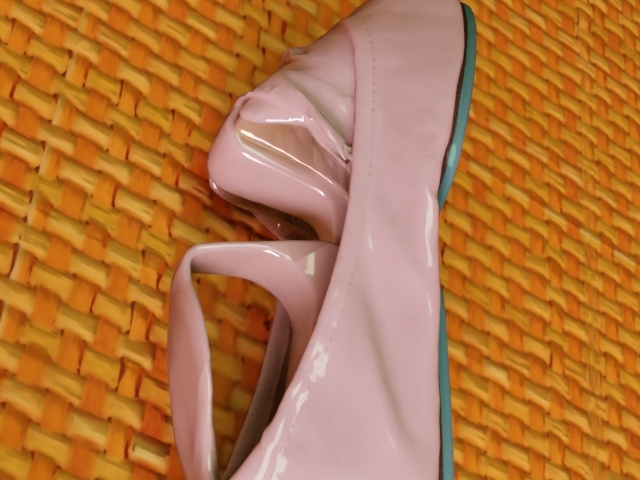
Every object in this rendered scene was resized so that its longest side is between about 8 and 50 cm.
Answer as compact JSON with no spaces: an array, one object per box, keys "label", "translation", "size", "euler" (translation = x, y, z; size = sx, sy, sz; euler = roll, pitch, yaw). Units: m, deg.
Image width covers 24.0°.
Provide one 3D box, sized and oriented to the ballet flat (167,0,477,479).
[{"label":"ballet flat","translation":[0.000,0.000,0.716],"size":[0.139,0.139,0.400],"euler":[29,47,-25]}]
